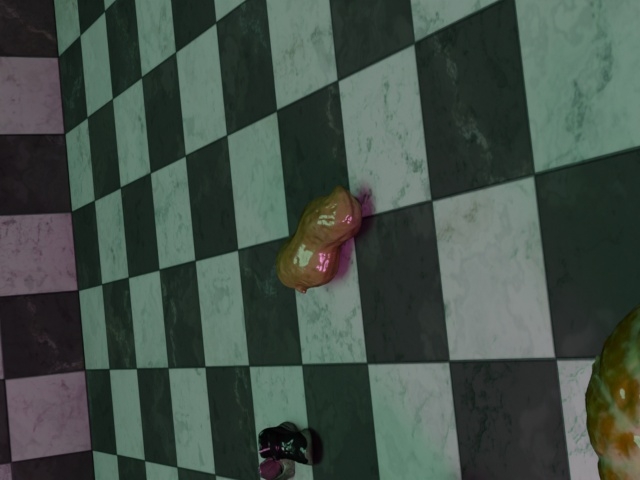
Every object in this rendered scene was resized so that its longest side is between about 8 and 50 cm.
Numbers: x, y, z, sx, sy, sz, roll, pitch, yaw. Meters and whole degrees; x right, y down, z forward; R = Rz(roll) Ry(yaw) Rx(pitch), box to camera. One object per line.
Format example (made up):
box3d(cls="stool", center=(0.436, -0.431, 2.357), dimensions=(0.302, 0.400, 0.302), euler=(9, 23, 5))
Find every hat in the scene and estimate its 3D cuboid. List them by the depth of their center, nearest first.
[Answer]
box3d(cls="hat", center=(-0.084, 0.454, 2.210), dimensions=(0.087, 0.042, 0.058), euler=(-30, 87, 25))

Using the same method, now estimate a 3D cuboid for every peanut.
box3d(cls="peanut", center=(0.000, 0.000, 1.935), dimensions=(0.117, 0.101, 0.263), euler=(48, 134, 19))

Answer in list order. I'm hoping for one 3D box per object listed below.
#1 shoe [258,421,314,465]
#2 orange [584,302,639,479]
box3d(cls="shoe", center=(-0.077, 0.397, 2.119), dimensions=(0.169, 0.099, 0.071), euler=(8, 101, 64))
box3d(cls="orange", center=(0.411, 0.184, 1.040), dimensions=(0.329, 0.249, 0.329), euler=(32, 128, 52))
